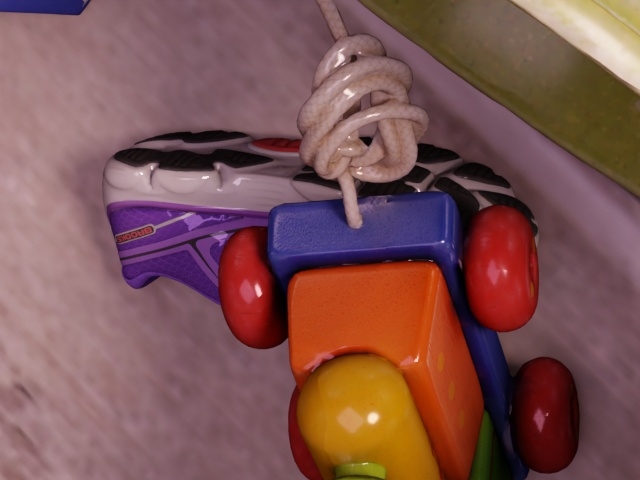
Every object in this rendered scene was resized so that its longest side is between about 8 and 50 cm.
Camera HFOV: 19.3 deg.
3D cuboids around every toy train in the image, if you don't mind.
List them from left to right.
[{"bbox_3d":[0.013,0.049,0.594,0.105,0.248,0.143,-5,50,15],"label":"toy train"}]

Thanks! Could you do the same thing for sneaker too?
[{"bbox_3d":[0.000,0.000,0.706,0.170,0.068,0.071,7,113,23],"label":"sneaker"}]

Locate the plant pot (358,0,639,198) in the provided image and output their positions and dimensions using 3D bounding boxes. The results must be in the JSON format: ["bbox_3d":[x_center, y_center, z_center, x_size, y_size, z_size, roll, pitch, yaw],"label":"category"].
[{"bbox_3d":[0.120,-0.161,0.563,0.276,0.276,0.254,37,92,9],"label":"plant pot"}]

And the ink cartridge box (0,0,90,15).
[{"bbox_3d":[-0.060,-0.174,0.676,0.046,0.097,0.207,42,105,8],"label":"ink cartridge box"}]
